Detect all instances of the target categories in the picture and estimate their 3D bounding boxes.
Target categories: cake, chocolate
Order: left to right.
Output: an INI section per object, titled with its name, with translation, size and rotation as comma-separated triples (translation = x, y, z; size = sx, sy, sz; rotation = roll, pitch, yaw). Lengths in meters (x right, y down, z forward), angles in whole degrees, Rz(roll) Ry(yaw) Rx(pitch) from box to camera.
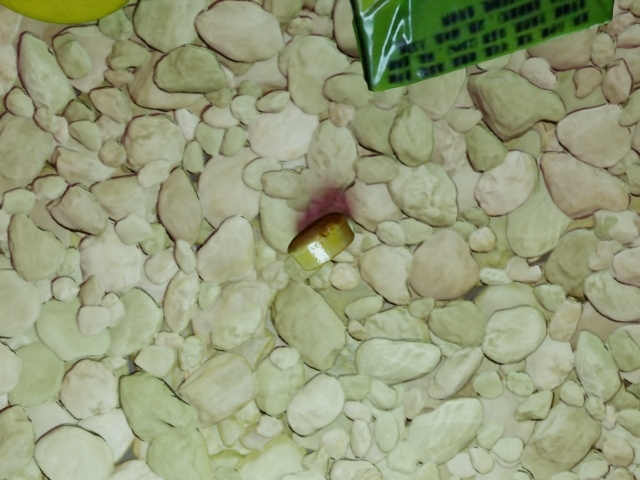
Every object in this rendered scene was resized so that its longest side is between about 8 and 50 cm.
[cake]
translation = 0.000, 0.000, 1.027
size = 0.084, 0.084, 0.044
rotation = -35, 98, 3
[chocolate]
translation = 0.158, -0.343, 0.901
size = 0.301, 0.137, 0.288
rotation = -17, 136, 0

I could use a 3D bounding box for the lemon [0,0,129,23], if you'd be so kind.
[lemon]
translation = -0.292, -0.336, 0.931
size = 0.244, 0.187, 0.186
rotation = -4, 97, 2
